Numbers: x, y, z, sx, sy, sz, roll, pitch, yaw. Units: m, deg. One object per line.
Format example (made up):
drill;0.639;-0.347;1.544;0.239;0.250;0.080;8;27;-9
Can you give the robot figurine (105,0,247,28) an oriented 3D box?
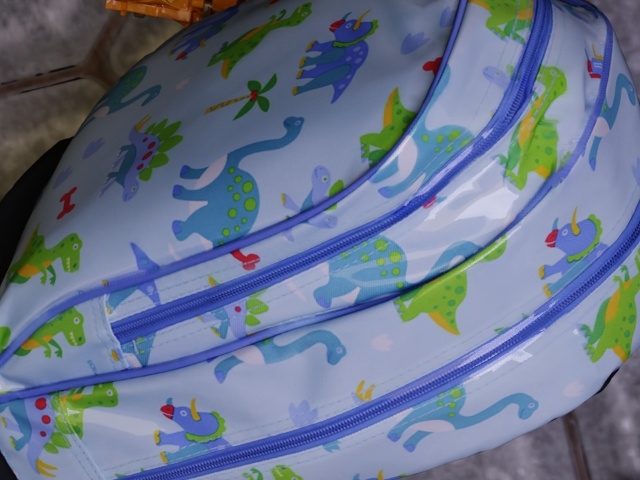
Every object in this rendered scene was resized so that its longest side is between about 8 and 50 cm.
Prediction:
robot figurine;0.029;-0.175;1.072;0.291;0.085;0.211;9;104;11

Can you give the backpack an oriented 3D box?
backpack;0.000;0.000;0.963;0.356;0.290;0.273;-1;127;23
